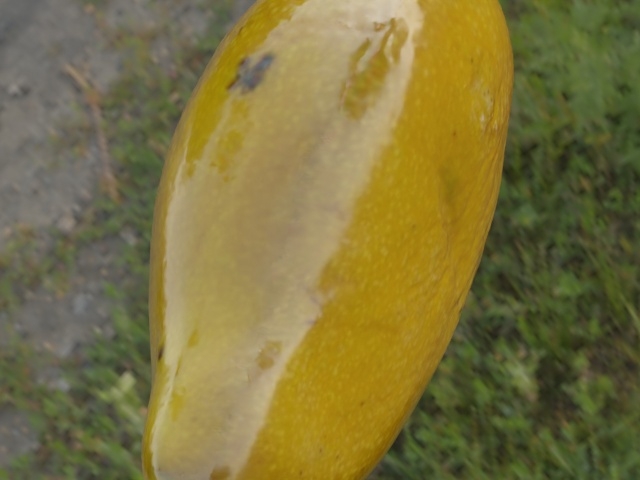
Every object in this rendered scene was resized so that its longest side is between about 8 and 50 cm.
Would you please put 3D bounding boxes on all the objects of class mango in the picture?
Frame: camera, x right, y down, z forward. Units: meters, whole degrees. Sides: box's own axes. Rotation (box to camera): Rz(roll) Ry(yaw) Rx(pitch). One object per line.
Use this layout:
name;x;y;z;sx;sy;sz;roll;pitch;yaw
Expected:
mango;-0.004;-0.002;0.726;0.109;0.157;0.262;14;65;30
